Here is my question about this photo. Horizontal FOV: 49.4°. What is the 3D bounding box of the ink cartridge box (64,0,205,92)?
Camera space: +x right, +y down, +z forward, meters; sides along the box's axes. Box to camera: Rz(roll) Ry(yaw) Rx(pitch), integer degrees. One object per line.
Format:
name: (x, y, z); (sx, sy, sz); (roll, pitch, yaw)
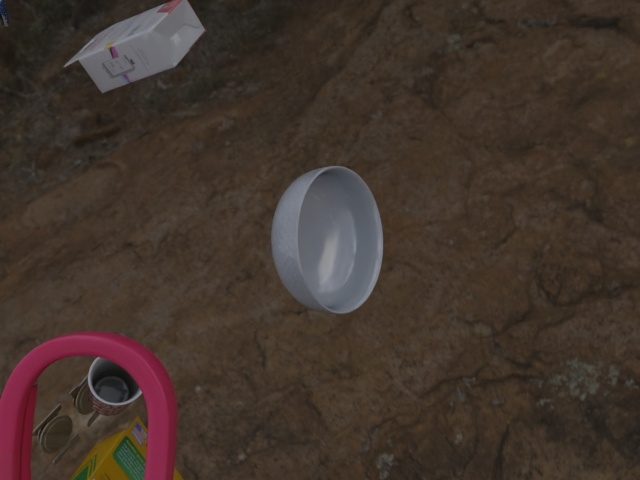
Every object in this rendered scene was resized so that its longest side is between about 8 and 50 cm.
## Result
ink cartridge box: (-0.291, -0.299, 1.084); (0.198, 0.067, 0.115); (-8, 39, 31)

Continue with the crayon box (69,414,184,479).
crayon box: (-0.374, 0.500, 1.278); (0.083, 0.203, 0.323); (-28, 12, 17)

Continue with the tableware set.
tableware set: (-0.555, 0.382, 1.538); (0.039, 0.128, 0.194); (15, 45, 25)

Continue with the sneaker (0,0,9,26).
sneaker: (-0.639, -0.435, 1.348); (0.058, 0.052, 0.135); (-14, 12, -27)

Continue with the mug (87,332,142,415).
mug: (-0.418, 0.285, 1.437); (0.113, 0.169, 0.150); (25, 59, -10)

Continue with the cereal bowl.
cereal bowl: (0.000, 0.000, 1.620); (0.141, 0.339, 0.339); (-1, 51, 39)

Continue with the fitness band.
fitness band: (-0.278, 0.253, 0.831); (0.209, 0.054, 0.290); (5, 93, 2)
